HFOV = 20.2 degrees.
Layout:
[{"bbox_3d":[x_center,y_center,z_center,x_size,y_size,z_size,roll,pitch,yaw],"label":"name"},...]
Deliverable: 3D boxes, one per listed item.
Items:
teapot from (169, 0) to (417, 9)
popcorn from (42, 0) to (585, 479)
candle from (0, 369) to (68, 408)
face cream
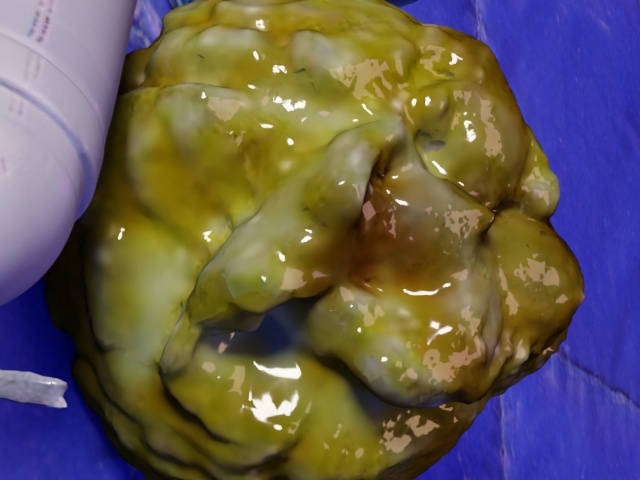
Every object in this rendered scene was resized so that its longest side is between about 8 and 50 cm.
[{"bbox_3d":[-0.011,-0.188,1.122,0.232,0.159,0.159,23,58,-57],"label":"teapot"},{"bbox_3d":[-0.009,-0.004,0.948,0.282,0.247,0.282,25,56,-43],"label":"popcorn"},{"bbox_3d":[-0.246,0.084,0.489,0.342,0.221,0.221,-38,112,-64],"label":"candle"},{"bbox_3d":[-0.160,-0.059,0.781,0.145,0.145,0.370,47,38,-44],"label":"face cream"}]
